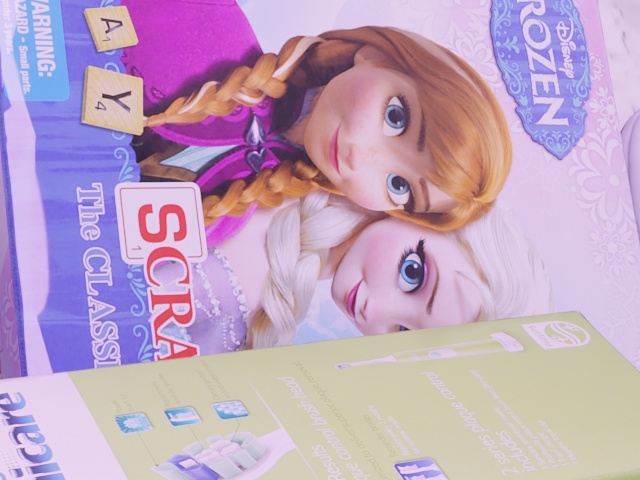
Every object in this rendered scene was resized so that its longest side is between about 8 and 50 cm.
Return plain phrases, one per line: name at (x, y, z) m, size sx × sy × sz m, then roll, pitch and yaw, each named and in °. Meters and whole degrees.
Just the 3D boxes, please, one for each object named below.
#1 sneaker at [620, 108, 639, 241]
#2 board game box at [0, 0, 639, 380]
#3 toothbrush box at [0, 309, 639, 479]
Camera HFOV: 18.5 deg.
sneaker at (0.255, 0.040, 0.962) m, size 0.099 × 0.153 × 0.282 m, roll -20°, pitch 82°, yaw -30°
board game box at (0.000, 0.000, 0.905) m, size 0.318 × 0.066 × 0.319 m, roll -1°, pitch 75°, yaw -26°
toothbrush box at (-0.008, 0.156, 0.754) m, size 0.283 × 0.122 × 0.206 m, roll -4°, pitch 119°, yaw -22°
